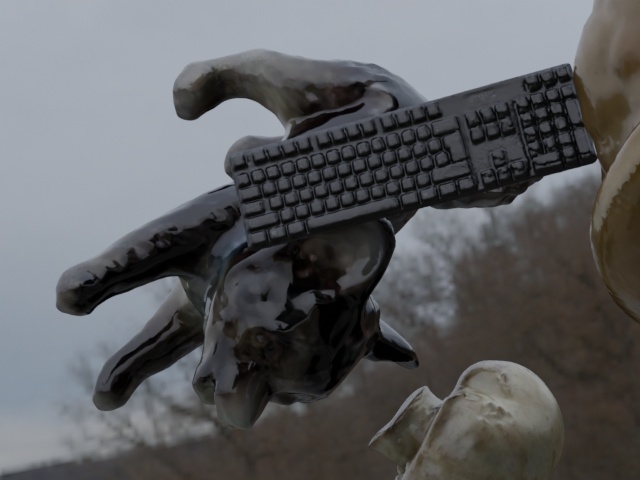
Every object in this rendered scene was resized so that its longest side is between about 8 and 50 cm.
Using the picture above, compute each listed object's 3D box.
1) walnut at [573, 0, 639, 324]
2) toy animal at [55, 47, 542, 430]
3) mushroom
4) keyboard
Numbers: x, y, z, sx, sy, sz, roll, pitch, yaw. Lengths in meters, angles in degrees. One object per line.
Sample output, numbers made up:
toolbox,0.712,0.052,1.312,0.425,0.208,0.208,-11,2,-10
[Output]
walnut,0.252,-0.045,0.703,0.285,0.296,0.285,-16,-39,-13
toy animal,0.000,0.000,1.233,0.302,0.344,0.194,7,-38,22
mushroom,0.110,0.162,1.216,0.166,0.127,0.166,-54,-2,-2
keyboard,0.051,-0.047,0.917,0.204,0.061,0.013,-15,-14,5
